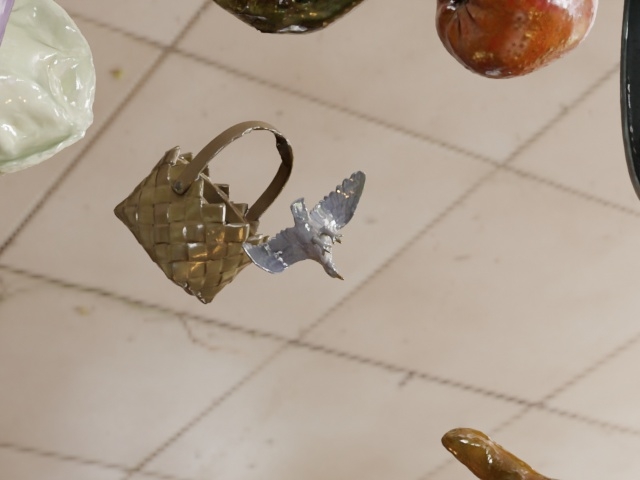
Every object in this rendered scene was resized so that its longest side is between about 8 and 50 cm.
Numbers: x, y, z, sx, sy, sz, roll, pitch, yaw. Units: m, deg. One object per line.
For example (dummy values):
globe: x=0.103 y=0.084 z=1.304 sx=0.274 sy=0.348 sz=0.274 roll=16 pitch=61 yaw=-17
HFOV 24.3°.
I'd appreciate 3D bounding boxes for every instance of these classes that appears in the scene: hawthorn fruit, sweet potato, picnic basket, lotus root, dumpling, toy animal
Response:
hawthorn fruit: x=0.224 y=-0.266 z=1.610 sx=0.200 sy=0.179 sz=0.179 roll=-9 pitch=152 yaw=-35
sweet potato: x=0.149 y=0.150 z=0.832 sx=0.179 sy=0.044 sz=0.044 roll=16 pitch=152 yaw=19
picnic basket: x=-0.099 y=-0.041 z=1.475 sx=0.178 sy=0.138 sz=0.128 roll=-43 pitch=149 yaw=2
lotus root: x=-0.024 y=-0.222 z=1.181 sx=0.183 sy=0.078 sz=0.203 roll=26 pitch=142 yaw=-34
dumpling: x=-0.341 y=-0.181 z=1.660 sx=0.179 sy=0.252 sz=0.131 roll=-5 pitch=155 yaw=6
toy animal: x=0.000 y=0.000 z=0.805 sx=0.084 sy=0.050 sz=0.028 roll=-32 pitch=177 yaw=-21

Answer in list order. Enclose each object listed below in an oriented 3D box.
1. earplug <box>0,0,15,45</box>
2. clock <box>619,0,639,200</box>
earplug: x=-0.270 y=0.033 z=0.623 sx=0.215 sy=0.215 sz=0.456 roll=11 pitch=102 yaw=-25
clock: x=0.304 y=-0.199 z=1.112 sx=0.076 sy=0.386 sz=0.386 roll=6 pitch=146 yaw=-2
